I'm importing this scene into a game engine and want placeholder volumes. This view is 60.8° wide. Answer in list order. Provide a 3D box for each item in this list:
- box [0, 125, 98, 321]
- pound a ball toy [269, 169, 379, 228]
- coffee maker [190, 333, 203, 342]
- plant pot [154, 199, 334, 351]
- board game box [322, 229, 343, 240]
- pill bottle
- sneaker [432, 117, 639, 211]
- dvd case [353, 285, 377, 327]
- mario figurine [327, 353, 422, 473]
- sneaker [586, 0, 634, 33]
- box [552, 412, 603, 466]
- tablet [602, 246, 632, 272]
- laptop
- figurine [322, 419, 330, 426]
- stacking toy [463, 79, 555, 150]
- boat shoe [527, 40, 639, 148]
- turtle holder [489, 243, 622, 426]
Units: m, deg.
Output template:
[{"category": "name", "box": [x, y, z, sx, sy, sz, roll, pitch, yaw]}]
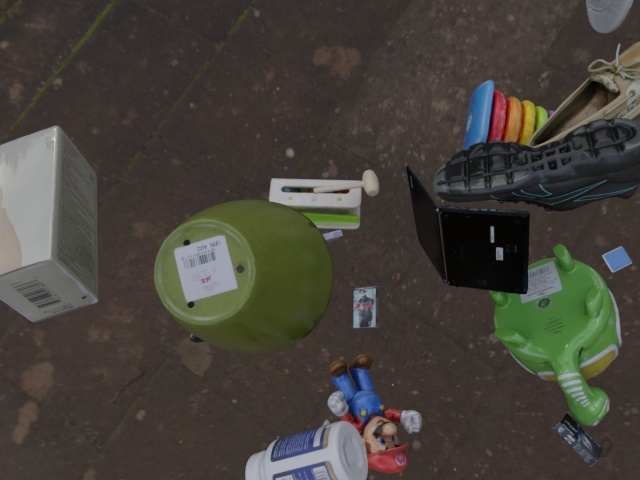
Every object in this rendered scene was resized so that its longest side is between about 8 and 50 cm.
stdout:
[{"category": "box", "box": [-0.477, -0.035, 0.951, 0.121, 0.148, 0.311, -18, 53, 0]}, {"category": "pound a ball toy", "box": [0.010, -0.145, 1.626, 0.318, 0.208, 0.136, 1, 58, 3]}, {"category": "coffee maker", "box": [-0.287, 0.161, 1.451, 0.171, 0.120, 0.178, -26, 71, 2]}, {"category": "plant pot", "box": [-0.131, 0.052, 0.837, 0.274, 0.293, 0.275, -1, 85, 8]}, {"category": "board game box", "box": [0.000, 0.000, 1.462, 0.090, 0.090, 0.020, -14, 82, -31]}, {"category": "pill bottle", "box": [-0.017, 0.235, 0.570, 0.120, 0.067, 0.067, -24, 72, 24]}, {"category": "sneaker", "box": [0.286, -0.076, 0.722, 0.267, 0.106, 0.101, -7, 46, 23]}, {"category": "dvd case", "box": [0.133, 0.197, 1.609, 0.087, 0.013, 0.120, -11, 71, 43]}, {"category": "mario figurine", "box": [0.145, 0.449, 1.441, 0.198, 0.170, 0.321, -29, 58, 4]}, {"category": "sneaker", "box": [0.472, -0.429, 0.806, 0.121, 0.217, 0.079, -26, 40, -16]}, {"category": "box", "box": [0.464, 0.357, 0.982, 0.083, 0.067, 0.018, 48, 116, 25]}, {"category": "tablet", "box": [0.823, 0.052, 1.512, 0.083, 0.006, 0.054, -19, 75, -23]}, {"category": "laptop", "box": [0.307, -0.023, 1.151, 0.264, 0.234, 0.137, 5, 48, 25]}, {"category": "figurine", "box": [-0.004, 0.501, 1.112, 0.092, 0.215, 0.210, -2, 100, 13]}, {"category": "stacking toy", "box": [0.500, -0.259, 1.284, 0.301, 0.175, 0.166, 8, 86, 4]}, {"category": "boat shoe", "box": [0.493, -0.244, 0.967, 0.285, 0.089, 0.105, -52, 33, 11]}, {"category": "turtle holder", "box": [0.514, 0.189, 1.121, 0.243, 0.320, 0.227, -42, 119, 2]}]
